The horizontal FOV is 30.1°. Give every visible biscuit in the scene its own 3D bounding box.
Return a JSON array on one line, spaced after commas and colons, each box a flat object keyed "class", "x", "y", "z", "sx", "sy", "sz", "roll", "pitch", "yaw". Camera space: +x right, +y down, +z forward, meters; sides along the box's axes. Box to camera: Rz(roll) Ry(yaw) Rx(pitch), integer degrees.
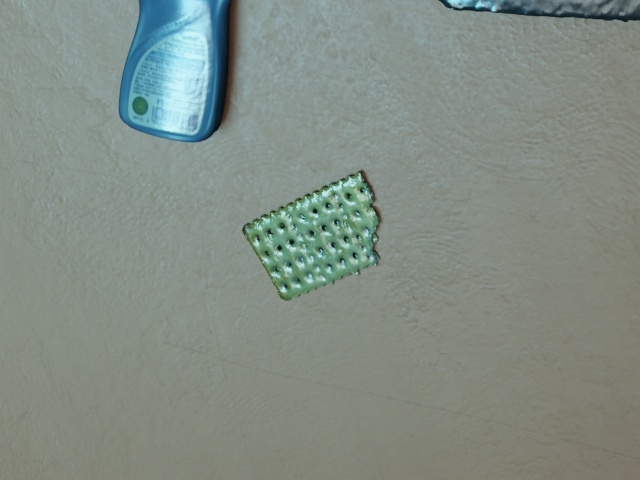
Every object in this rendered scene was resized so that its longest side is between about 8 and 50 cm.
[{"class": "biscuit", "x": 0.000, "y": 0.000, "z": 1.714, "sx": 0.203, "sy": 0.016, "sz": 0.144, "roll": -23, "pitch": 105, "yaw": 19}]

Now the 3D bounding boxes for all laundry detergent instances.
[{"class": "laundry detergent", "x": -0.185, "y": -0.283, "z": 1.602, "sx": 0.143, "sy": 0.094, "sz": 0.289, "roll": 16, "pitch": 111, "yaw": 11}]

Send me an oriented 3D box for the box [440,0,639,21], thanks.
[{"class": "box", "x": 0.308, "y": -0.441, "z": 1.440, "sx": 0.359, "sy": 0.091, "sz": 0.350, "roll": 6, "pitch": 111, "yaw": 9}]
